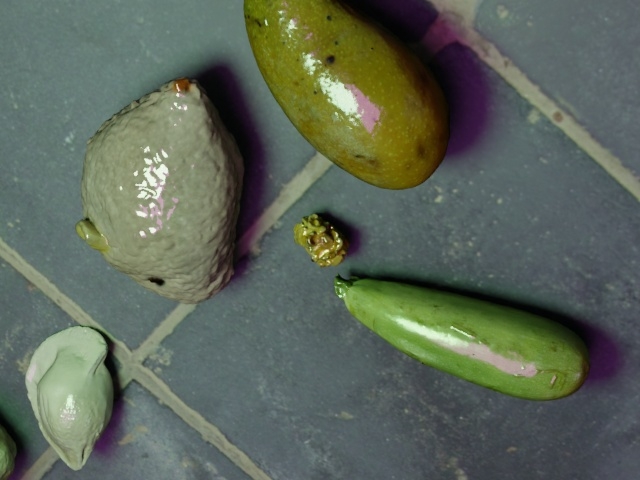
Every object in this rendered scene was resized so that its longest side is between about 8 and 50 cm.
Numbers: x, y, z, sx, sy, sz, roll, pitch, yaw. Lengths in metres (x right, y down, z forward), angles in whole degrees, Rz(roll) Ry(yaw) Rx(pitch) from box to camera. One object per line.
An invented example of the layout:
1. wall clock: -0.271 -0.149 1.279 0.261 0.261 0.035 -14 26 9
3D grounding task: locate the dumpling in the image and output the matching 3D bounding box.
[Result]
1. dumpling: -0.414 0.257 1.899 0.166 0.126 0.216 16 127 31

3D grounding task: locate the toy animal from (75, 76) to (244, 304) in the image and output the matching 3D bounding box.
1. toy animal: -0.222 -0.068 1.601 0.226 0.188 0.359 14 121 7

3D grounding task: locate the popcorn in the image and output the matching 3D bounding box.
1. popcorn: 0.000 0.000 1.620 0.057 0.083 0.082 -47 71 7

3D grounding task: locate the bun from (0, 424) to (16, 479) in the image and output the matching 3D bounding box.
1. bun: -0.627 0.348 2.012 0.243 0.153 0.244 22 142 19

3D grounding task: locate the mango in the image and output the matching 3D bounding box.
1. mango: 0.024 -0.198 1.437 0.329 0.176 0.176 37 111 -8

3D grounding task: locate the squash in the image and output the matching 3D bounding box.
1. squash: 0.185 0.130 1.597 0.370 0.118 0.118 16 122 13
